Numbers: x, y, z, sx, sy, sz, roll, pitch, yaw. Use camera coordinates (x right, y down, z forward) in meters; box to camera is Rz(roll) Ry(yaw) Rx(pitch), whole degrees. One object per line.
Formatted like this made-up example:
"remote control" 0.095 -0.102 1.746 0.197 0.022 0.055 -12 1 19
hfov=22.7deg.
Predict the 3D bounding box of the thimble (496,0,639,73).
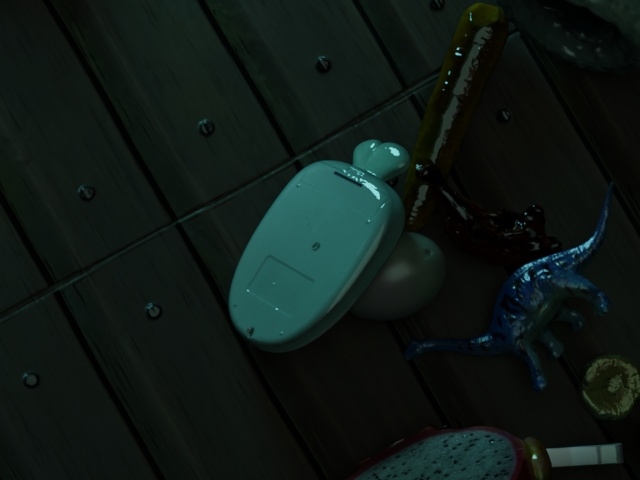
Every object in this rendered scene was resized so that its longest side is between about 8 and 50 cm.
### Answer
"thimble" 0.326 -0.324 1.916 0.205 0.250 0.172 16 75 39

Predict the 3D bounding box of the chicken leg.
"chicken leg" 0.202 -0.021 1.940 0.219 0.048 0.089 21 91 -15

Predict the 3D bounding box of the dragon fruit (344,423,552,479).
"dragon fruit" 0.145 0.365 1.785 0.305 0.305 0.225 -27 107 -8

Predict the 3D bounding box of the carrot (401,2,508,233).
"carrot" 0.157 -0.142 1.967 0.066 0.066 0.314 21 84 -2

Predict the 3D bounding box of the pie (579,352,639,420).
"pie" 0.356 0.180 1.956 0.084 0.020 0.084 0 83 -3

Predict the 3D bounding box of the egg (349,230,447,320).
"egg" 0.085 0.043 1.909 0.135 0.103 0.103 -22 84 1

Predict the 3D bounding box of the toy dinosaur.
"toy dinosaur" 0.268 0.087 1.931 0.329 0.076 0.144 -39 92 8

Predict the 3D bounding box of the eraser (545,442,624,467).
"eraser" 0.306 0.259 1.917 0.105 0.065 0.026 -3 81 -6

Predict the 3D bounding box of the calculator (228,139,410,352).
"calculator" 0.000 0.000 1.891 0.184 0.042 0.295 28 81 40
